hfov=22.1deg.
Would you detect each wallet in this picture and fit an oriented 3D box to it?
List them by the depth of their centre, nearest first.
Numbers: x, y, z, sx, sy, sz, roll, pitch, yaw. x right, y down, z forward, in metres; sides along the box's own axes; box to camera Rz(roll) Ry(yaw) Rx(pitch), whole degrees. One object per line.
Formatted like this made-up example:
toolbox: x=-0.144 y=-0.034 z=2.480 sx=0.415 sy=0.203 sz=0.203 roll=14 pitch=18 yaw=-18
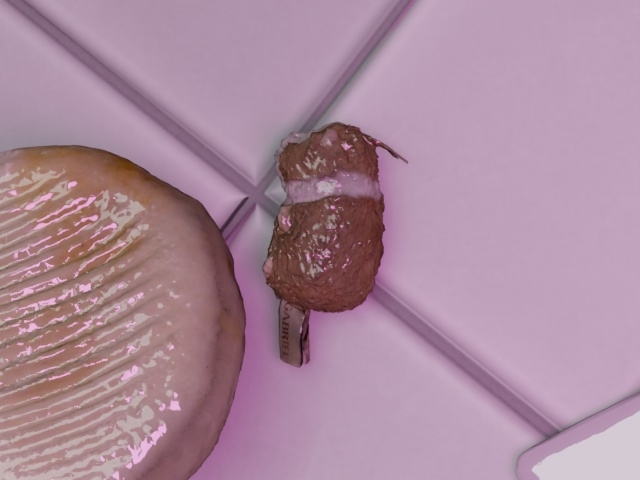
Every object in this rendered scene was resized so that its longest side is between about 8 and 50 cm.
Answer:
wallet: x=0.261 y=0.182 z=1.375 sx=0.190 sy=0.033 sz=0.095 roll=-31 pitch=75 yaw=11

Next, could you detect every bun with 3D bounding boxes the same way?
bun: x=-0.237 y=0.100 z=1.444 sx=0.365 sy=0.219 sz=0.365 roll=-1 pitch=70 yaw=3

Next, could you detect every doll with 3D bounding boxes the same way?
doll: x=0.000 y=0.002 z=1.445 sx=0.115 sy=0.105 sz=0.221 roll=12 pitch=83 yaw=12
